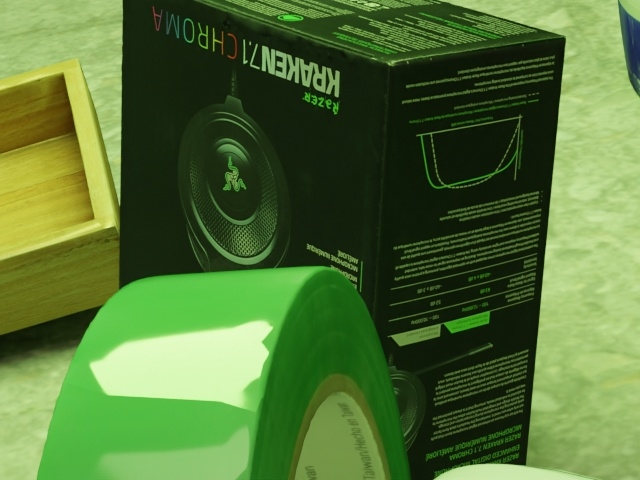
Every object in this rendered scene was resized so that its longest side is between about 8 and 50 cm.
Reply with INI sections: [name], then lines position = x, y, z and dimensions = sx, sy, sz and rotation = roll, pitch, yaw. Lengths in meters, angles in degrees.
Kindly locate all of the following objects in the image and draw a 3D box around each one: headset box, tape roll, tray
[headset box]
position = 0.000, 0.000, 1.088
dimensions = 0.131, 0.283, 0.246
rotation = -12, 25, -37
[tape roll]
position = -0.023, 0.171, 0.727
dimensions = 0.077, 0.321, 0.321
rotation = -4, 29, 14
[tray]
position = -0.346, 0.011, 1.331
dimensions = 0.411, 0.076, 0.203
rotation = -16, 41, -3

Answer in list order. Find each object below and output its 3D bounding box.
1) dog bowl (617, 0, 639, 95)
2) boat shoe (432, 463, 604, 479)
[dog bowl]
position = 0.364, -0.187, 1.467
dimensions = 0.265, 0.104, 0.265
rotation = -8, 29, 4
[boat shoe]
position = 0.205, 0.172, 0.885
dimensions = 0.335, 0.121, 0.119
rotation = 16, 30, 22
